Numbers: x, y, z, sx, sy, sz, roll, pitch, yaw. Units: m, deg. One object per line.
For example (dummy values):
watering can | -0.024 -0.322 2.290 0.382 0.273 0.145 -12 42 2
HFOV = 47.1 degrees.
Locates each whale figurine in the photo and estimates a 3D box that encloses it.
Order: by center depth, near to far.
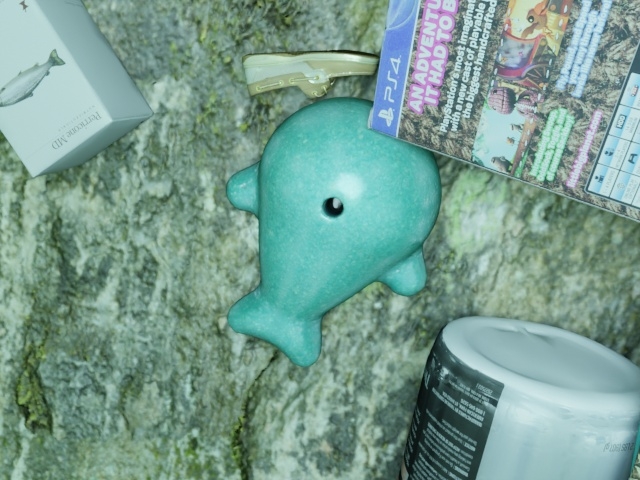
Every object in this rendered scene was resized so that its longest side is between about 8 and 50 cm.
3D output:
whale figurine | 0.000 0.000 0.691 0.216 0.141 0.272 29 106 2

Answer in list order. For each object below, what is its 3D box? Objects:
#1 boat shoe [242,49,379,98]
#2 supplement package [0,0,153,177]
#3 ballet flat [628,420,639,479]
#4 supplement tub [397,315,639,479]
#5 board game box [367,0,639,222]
boat shoe | -0.009 -0.160 0.708 0.135 0.050 0.045 3 106 19
supplement package | -0.268 -0.168 0.717 0.105 0.105 0.179 -31 96 14
ballet flat | 0.267 0.264 0.508 0.164 0.182 0.483 10 103 -24
supplement tub | 0.170 0.259 0.685 0.207 0.207 0.338 12 105 7
board game box | 0.206 -0.166 0.545 0.291 0.141 0.232 23 130 19
